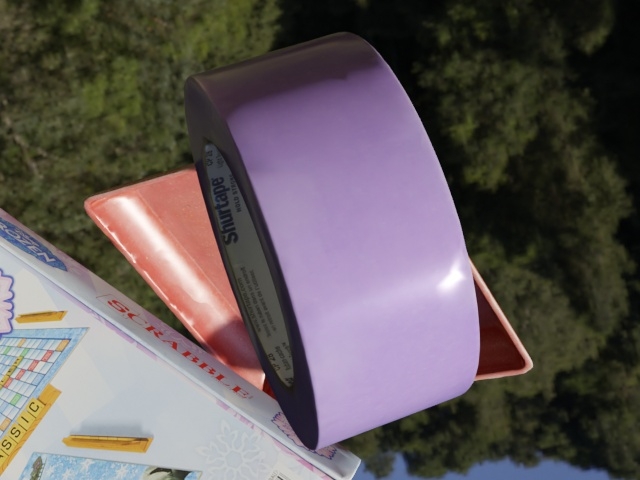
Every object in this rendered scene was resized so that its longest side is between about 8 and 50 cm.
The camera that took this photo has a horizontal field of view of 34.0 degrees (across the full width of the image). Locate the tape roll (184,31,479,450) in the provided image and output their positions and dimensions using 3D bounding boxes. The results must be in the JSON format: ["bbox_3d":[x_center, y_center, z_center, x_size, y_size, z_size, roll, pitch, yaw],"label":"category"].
[{"bbox_3d":[0.000,0.000,0.512,0.080,0.189,0.189,-19,-168,-12],"label":"tape roll"}]

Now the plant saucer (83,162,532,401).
[{"bbox_3d":[-0.004,0.019,0.788,0.259,0.258,0.048,-13,-141,31],"label":"plant saucer"}]

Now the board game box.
[{"bbox_3d":[-0.192,0.183,0.671,0.319,0.318,0.066,-57,172,7],"label":"board game box"}]
